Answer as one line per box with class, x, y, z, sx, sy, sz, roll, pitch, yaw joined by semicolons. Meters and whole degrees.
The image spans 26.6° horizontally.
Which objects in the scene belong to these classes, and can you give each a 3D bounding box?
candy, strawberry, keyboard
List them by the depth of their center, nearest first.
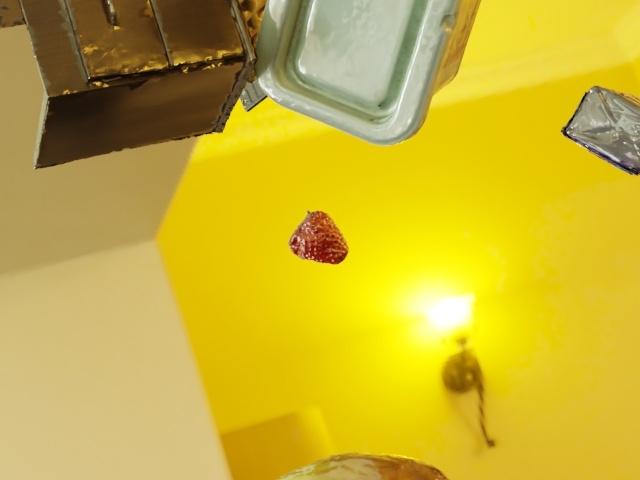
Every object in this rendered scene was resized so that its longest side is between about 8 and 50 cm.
candy;0.311;-0.105;1.325;0.061;0.088;0.312;-61;-17;13
keyboard;-0.107;-0.248;1.824;0.053;0.155;0.010;-34;-25;27
strawberry;0.000;0.000;1.864;0.073;0.083;0.073;-50;-17;-21

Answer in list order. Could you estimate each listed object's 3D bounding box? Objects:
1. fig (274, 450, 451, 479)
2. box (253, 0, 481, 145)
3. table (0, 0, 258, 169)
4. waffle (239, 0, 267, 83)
fig;-0.011;0.214;0.899;0.257;0.159;0.159;-2;-1;38
box;0.078;-0.267;1.255;0.182;0.175;0.312;-35;-35;-61
table;-0.188;-0.191;1.267;0.193;0.169;0.172;-12;-17;-20
waffle;-0.093;-0.251;1.557;0.214;0.054;0.208;-18;-42;-61
